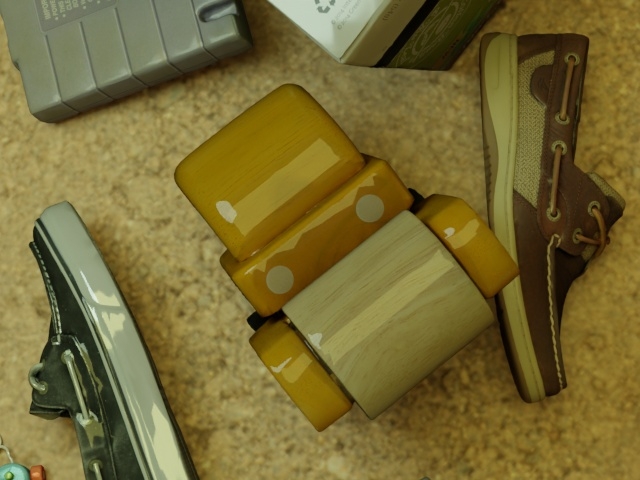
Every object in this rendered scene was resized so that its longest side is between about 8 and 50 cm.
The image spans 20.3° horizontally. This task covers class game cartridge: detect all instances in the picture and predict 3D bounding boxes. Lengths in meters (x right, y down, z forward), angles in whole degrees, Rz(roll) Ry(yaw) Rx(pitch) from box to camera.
[{"bbox_3d":[-0.213,-0.309,1.699,0.230,0.068,0.355,-19,76,19],"label":"game cartridge"}]

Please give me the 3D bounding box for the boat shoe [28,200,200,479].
[{"bbox_3d":[-0.205,0.130,1.590,0.119,0.121,0.335,-22,78,-4],"label":"boat shoe"}]

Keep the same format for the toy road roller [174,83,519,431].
[{"bbox_3d":[0.000,0.000,1.499,0.202,0.329,0.240,-39,99,-3],"label":"toy road roller"}]

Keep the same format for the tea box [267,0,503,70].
[{"bbox_3d":[0.086,-0.337,1.520,0.220,0.323,0.329,41,107,12],"label":"tea box"}]

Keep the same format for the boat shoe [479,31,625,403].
[{"bbox_3d":[0.210,-0.027,1.592,0.123,0.123,0.342,-4,71,6],"label":"boat shoe"}]

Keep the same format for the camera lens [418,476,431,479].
[{"bbox_3d":[0.029,0.351,1.470,0.274,0.219,0.219,-34,77,-3],"label":"camera lens"}]

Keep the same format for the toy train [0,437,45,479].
[{"bbox_3d":[-0.322,0.255,1.613,0.125,0.046,0.166,31,82,11],"label":"toy train"}]
